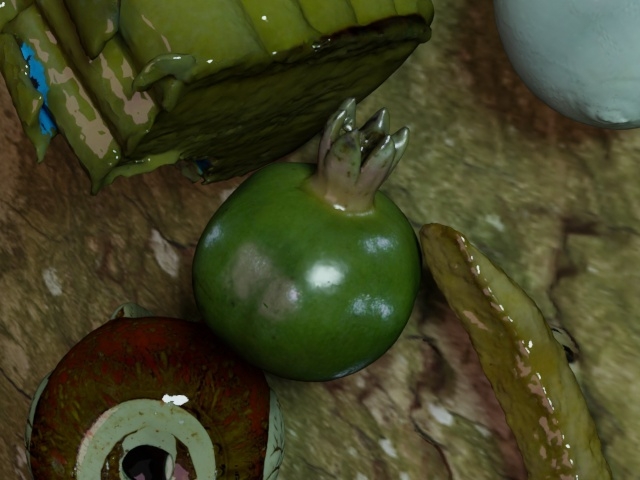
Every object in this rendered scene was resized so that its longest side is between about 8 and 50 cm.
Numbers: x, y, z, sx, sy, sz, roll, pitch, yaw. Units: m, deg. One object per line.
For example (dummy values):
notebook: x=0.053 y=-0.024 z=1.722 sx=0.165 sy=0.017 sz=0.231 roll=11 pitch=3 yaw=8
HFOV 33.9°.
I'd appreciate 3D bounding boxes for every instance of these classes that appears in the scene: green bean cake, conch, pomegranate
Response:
green bean cake: x=-0.110 y=-0.153 z=0.780 sx=0.285 sy=0.310 sz=0.202 roll=-33 pitch=82 yaw=41
conch: x=0.205 y=-0.167 z=0.641 sx=0.185 sy=0.121 sz=0.221 roll=27 pitch=120 yaw=-1
pomegranate: x=0.001 y=-0.001 z=0.820 sx=0.187 sy=0.187 sz=0.225 roll=39 pitch=125 yaw=26

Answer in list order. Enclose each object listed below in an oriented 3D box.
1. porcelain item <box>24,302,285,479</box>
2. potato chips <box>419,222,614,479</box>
porcelain item: x=-0.155 y=0.181 z=1.021 sx=0.253 sy=0.253 sz=0.252 roll=15 pitch=113 yaw=39
potato chips: x=0.173 y=0.171 z=0.789 sx=0.057 sy=0.080 sz=0.406 roll=-21 pitch=85 yaw=58
